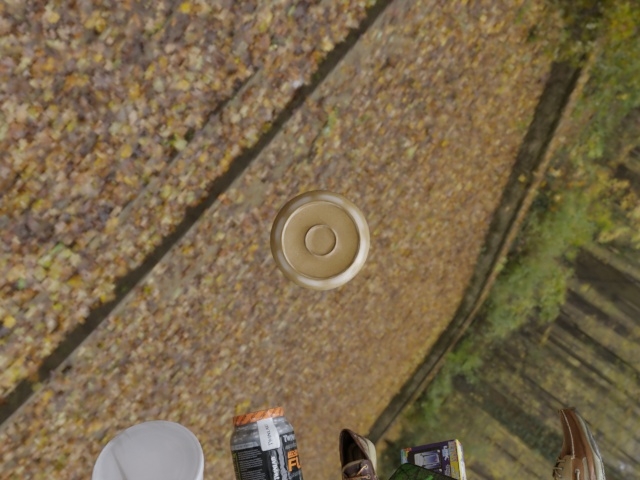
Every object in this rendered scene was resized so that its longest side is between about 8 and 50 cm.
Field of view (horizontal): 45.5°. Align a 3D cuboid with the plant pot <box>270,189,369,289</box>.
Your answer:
[{"bbox_3d":[0.000,0.000,1.779,0.236,0.236,0.032,-53,-176,0],"label":"plant pot"}]

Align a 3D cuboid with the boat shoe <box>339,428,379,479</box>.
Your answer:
[{"bbox_3d":[0.106,0.679,2.182,0.123,0.123,0.342,-31,-150,16],"label":"boat shoe"}]

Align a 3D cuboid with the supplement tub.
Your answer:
[{"bbox_3d":[-0.154,0.652,2.205,0.193,0.316,0.193,-12,170,-2],"label":"supplement tub"}]

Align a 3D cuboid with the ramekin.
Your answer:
[{"bbox_3d":[-0.414,0.590,1.878,0.273,0.273,0.127,-43,144,-32],"label":"ramekin"}]

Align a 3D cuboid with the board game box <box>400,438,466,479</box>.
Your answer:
[{"bbox_3d":[0.258,0.549,1.731,0.048,0.141,0.170,53,29,-45],"label":"board game box"}]

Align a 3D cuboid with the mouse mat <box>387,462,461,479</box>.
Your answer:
[{"bbox_3d":[0.158,0.483,1.390,0.189,0.152,0.007,-37,118,-36],"label":"mouse mat"}]

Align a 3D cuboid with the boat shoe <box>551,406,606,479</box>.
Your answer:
[{"bbox_3d":[0.637,0.579,1.885,0.120,0.324,0.122,-15,166,7],"label":"boat shoe"}]
